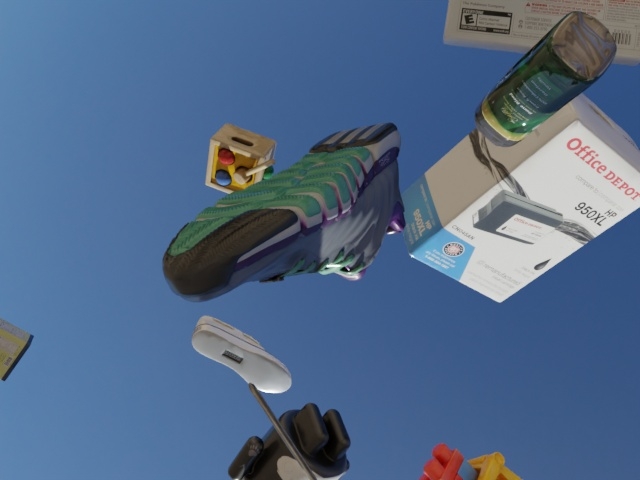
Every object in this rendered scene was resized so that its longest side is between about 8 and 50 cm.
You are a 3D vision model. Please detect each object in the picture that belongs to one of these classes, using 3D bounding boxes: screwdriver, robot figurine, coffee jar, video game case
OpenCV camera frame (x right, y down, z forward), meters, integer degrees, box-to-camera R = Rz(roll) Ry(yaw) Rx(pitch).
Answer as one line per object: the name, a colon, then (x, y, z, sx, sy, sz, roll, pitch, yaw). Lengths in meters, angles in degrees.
screwdriver: (-0.003, 0.157, 0.411, 0.024, 0.170, 0.025, -39, -168, -30)
robot figurine: (-0.058, 0.460, 1.319, 0.209, 0.173, 0.278, 38, -70, 5)
coffee jar: (0.271, -0.192, 0.803, 0.096, 0.079, 0.184, -48, 180, -26)
video game case: (0.393, -0.463, 1.095, 0.328, 0.036, 0.300, 8, -93, 7)

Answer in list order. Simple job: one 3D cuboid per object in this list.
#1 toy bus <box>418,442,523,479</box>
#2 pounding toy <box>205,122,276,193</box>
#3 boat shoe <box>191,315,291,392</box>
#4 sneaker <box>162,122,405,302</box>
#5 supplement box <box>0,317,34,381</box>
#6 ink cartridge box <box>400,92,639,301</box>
toy bus: (0.200, 0.392, 0.866, 0.149, 0.211, 0.220, -38, -173, 44)
pounding toy: (-0.145, -0.145, 1.242, 0.100, 0.141, 0.130, -61, 169, -50)
boat shoe: (-0.170, 0.251, 1.464, 0.095, 0.258, 0.084, -44, -161, 21)
sneaker: (0.000, 0.000, 0.418, 0.083, 0.098, 0.223, -1, -155, 39)
supplement box: (-0.590, 0.197, 1.183, 0.083, 0.083, 0.056, -55, -161, -3)
ink cartridge box: (0.387, -0.088, 1.241, 0.395, 0.285, 0.166, -43, -144, 32)
